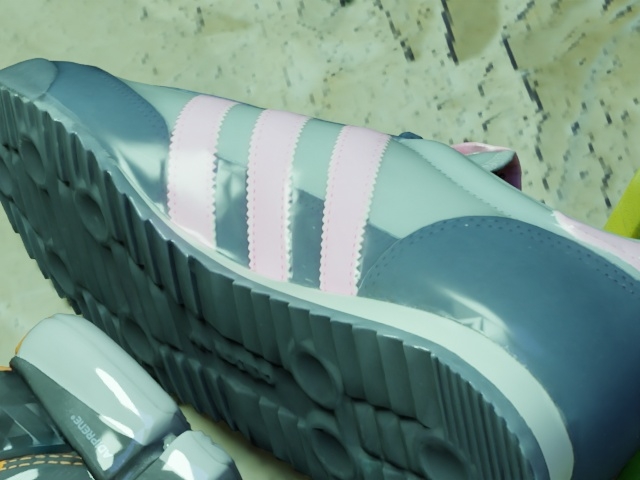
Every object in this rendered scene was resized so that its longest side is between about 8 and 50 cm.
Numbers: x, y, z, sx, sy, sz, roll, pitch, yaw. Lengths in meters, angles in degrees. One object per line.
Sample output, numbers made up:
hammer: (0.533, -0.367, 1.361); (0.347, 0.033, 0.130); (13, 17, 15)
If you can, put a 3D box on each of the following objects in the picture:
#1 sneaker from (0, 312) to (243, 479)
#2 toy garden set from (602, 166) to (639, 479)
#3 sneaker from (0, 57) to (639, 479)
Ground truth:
sneaker: (-0.050, 0.173, 0.596); (0.180, 0.124, 0.321); (-42, 51, -15)
toy garden set: (0.168, 0.082, 0.690); (0.244, 0.049, 0.204); (25, 62, 20)
sneaker: (0.000, 0.000, 0.718); (0.131, 0.112, 0.319); (-33, 45, -30)
